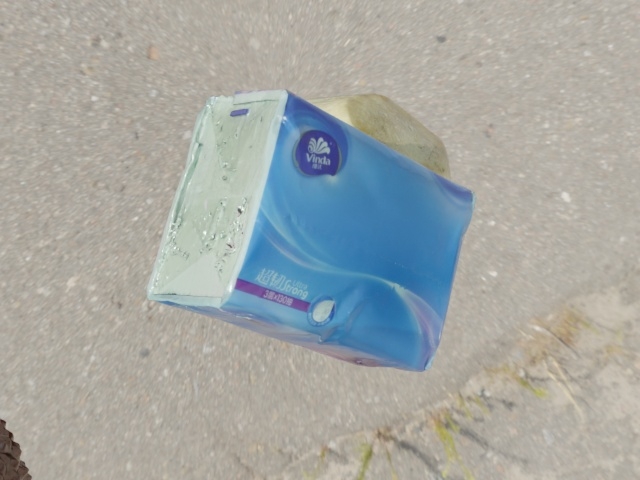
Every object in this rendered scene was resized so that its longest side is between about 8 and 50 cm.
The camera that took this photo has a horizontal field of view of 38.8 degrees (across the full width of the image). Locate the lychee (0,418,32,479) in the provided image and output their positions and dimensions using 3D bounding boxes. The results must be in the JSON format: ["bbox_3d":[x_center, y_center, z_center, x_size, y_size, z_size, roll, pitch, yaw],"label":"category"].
[{"bbox_3d":[-0.189,0.121,0.410,0.123,0.123,0.129,-16,135,-1],"label":"lychee"}]

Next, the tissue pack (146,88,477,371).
[{"bbox_3d":[0.000,0.000,0.847,0.263,0.146,0.198,23,78,-39],"label":"tissue pack"}]

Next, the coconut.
[{"bbox_3d":[0.044,-0.074,1.215,0.259,0.259,0.259,0,98,-3],"label":"coconut"}]
